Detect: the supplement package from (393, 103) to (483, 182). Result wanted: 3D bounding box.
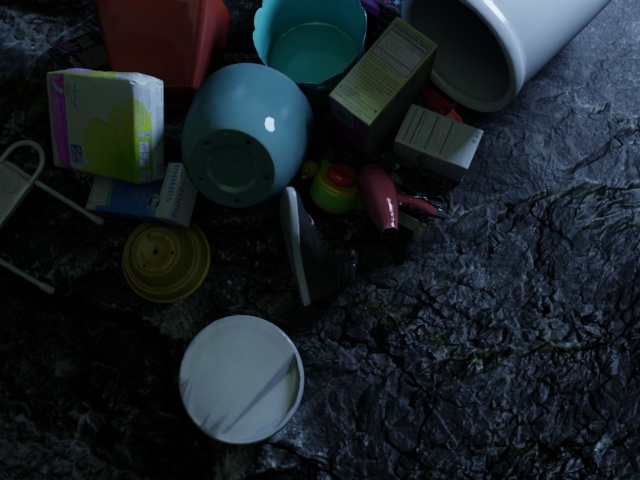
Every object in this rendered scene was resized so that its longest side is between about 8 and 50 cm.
[{"bbox_3d":[0.272,-0.227,1.520,0.179,0.105,0.105,23,81,8],"label":"supplement package"}]

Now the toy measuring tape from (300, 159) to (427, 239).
[{"bbox_3d":[0.086,-0.084,1.494,0.330,0.121,0.121,33,82,9],"label":"toy measuring tape"}]

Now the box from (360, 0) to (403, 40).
[{"bbox_3d":[0.121,-0.616,1.582,0.247,0.163,0.142,34,79,10],"label":"box"}]

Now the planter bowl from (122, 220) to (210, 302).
[{"bbox_3d":[-0.375,0.033,1.517,0.217,0.090,0.217,-1,78,3],"label":"planter bowl"}]

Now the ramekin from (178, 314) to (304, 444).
[{"bbox_3d":[-0.165,0.306,1.427,0.272,0.127,0.273,-1,77,4],"label":"ramekin"}]

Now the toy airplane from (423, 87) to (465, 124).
[{"bbox_3d":[0.326,-0.329,1.577,0.151,0.028,0.151,-1,77,5],"label":"toy airplane"}]

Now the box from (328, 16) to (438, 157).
[{"bbox_3d":[0.141,-0.347,1.498,0.117,0.213,0.243,40,84,10],"label":"box"}]

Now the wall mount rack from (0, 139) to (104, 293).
[{"bbox_3d":[-0.717,-0.048,1.545,0.304,0.130,0.350,31,82,13],"label":"wall mount rack"}]

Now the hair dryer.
[{"bbox_3d":[0.186,-0.097,1.428,0.223,0.080,0.293,34,41,8],"label":"hair dryer"}]

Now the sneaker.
[{"bbox_3d":[0.000,0.000,1.444,0.146,0.104,0.296,-16,120,-9],"label":"sneaker"}]

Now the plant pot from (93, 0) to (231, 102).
[{"bbox_3d":[-0.370,-0.462,1.546,0.267,0.267,0.236,0,89,4],"label":"plant pot"}]

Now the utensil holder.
[{"bbox_3d":[0.430,-0.537,1.451,0.385,0.327,0.327,-42,79,-11],"label":"utensil holder"}]

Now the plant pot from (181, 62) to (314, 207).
[{"bbox_3d":[-0.171,-0.206,1.410,0.293,0.293,0.235,3,34,5],"label":"plant pot"}]

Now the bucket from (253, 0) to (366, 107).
[{"bbox_3d":[-0.019,-0.466,1.550,0.281,0.183,0.281,-1,79,4],"label":"bucket"}]

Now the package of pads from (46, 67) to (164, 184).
[{"bbox_3d":[-0.475,-0.262,1.436,0.296,0.101,0.229,13,110,29],"label":"package of pads"}]

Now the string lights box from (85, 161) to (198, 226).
[{"bbox_3d":[-0.415,-0.114,1.511,0.259,0.077,0.133,8,79,28],"label":"string lights box"}]

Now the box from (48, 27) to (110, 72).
[{"bbox_3d":[-0.582,-0.469,1.634,0.162,0.029,0.116,-37,77,-32],"label":"box"}]
